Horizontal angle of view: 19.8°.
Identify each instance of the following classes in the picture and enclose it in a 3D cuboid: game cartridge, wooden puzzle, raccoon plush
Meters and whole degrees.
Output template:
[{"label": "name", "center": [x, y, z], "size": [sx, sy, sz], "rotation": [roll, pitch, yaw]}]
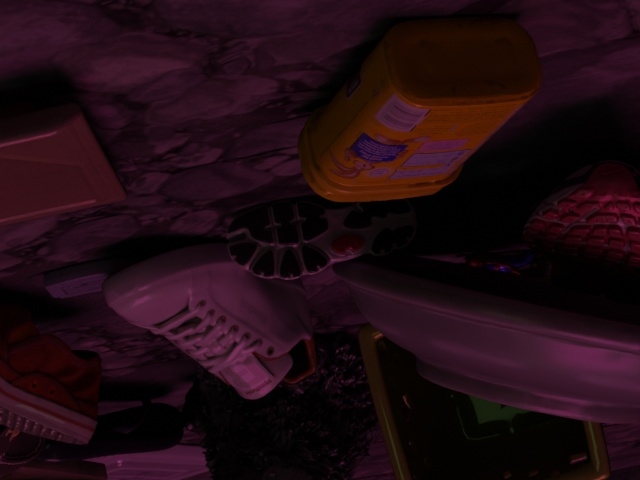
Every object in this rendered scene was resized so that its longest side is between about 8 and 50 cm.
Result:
[{"label": "game cartridge", "center": [-0.207, 0.033, 1.662], "size": [0.083, 0.017, 0.056], "rotation": [-12, 168, -1]}, {"label": "wooden puzzle", "center": [-0.263, -0.046, 1.311], "size": [0.221, 0.044, 0.238], "rotation": [-12, 169, 0]}, {"label": "raccoon plush", "center": [0.033, 0.277, 2.155], "size": [0.446, 0.299, 0.216], "rotation": [-1, 161, -33]}]

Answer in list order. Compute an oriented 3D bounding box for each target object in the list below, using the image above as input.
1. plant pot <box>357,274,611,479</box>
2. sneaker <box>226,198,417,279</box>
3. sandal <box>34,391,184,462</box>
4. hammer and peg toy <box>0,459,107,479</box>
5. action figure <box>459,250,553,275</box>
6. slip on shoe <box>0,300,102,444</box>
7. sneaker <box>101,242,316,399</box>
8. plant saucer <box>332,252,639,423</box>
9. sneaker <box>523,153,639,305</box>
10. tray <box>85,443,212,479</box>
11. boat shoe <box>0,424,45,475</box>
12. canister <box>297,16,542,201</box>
[{"label": "plant pot", "center": [0.189, 0.166, 2.011], "size": [0.227, 0.228, 0.207], "rotation": [-15, 178, 12]}, {"label": "sneaker", "center": [0.000, 0.000, 1.608], "size": [0.170, 0.068, 0.071], "rotation": [-5, 174, -13]}, {"label": "sandal", "center": [-0.243, 0.212, 2.129], "size": [0.097, 0.054, 0.254], "rotation": [15, -170, 31]}, {"label": "hammer and peg toy", "center": [-0.402, 0.315, 2.301], "size": [0.266, 0.127, 0.361], "rotation": [-19, 163, 19]}, {"label": "action figure", "center": [0.189, 0.027, 1.898], "size": [0.115, 0.030, 0.038], "rotation": [0, 166, -28]}, {"label": "slip on shoe", "center": [-0.313, 0.097, 1.678], "size": [0.123, 0.101, 0.331], "rotation": [3, 161, 34]}, {"label": "sneaker", "center": [-0.085, 0.079, 1.697], "size": [0.106, 0.123, 0.290], "rotation": [-28, 159, 26]}, {"label": "plant saucer", "center": [0.199, 0.094, 1.679], "size": [0.400, 0.100, 0.400], "rotation": [12, -177, -1]}, {"label": "sneaker", "center": [0.244, -0.025, 1.593], "size": [0.121, 0.112, 0.299], "rotation": [13, 171, 9]}, {"label": "tray", "center": [-0.253, 0.319, 2.595], "size": [0.145, 0.030, 0.270], "rotation": [-19, 162, 29]}, {"label": "boat shoe", "center": [-0.362, 0.177, 1.877], "size": [0.097, 0.116, 0.324], "rotation": [-14, 159, 18]}, {"label": "canister", "center": [0.070, -0.093, 1.314], "size": [0.126, 0.073, 0.170], "rotation": [-5, 162, -23]}]
